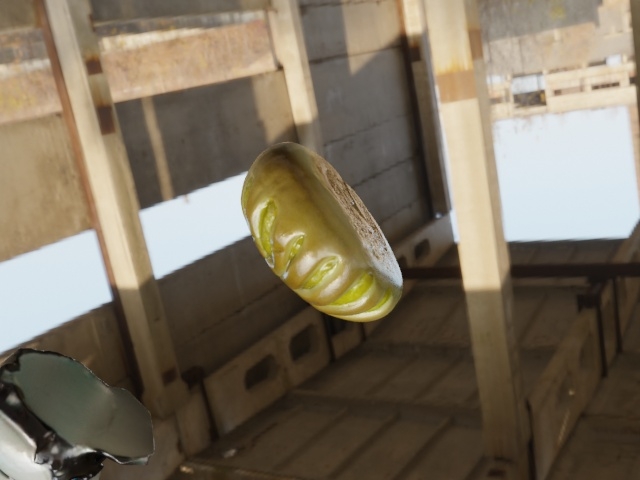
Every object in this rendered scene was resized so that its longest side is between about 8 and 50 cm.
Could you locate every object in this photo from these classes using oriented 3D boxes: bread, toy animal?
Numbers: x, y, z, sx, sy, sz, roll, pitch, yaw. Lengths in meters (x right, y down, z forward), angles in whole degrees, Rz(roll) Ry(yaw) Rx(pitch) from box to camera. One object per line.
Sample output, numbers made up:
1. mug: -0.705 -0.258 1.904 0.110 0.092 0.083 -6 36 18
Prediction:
1. bread: 0.000 0.000 0.785 0.105 0.213 0.213 -36 -170 9
2. toy animal: -0.270 0.205 0.759 0.179 0.166 0.138 -49 167 34
